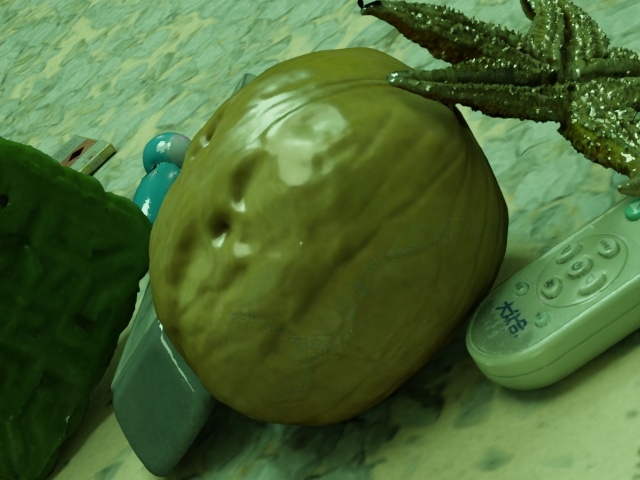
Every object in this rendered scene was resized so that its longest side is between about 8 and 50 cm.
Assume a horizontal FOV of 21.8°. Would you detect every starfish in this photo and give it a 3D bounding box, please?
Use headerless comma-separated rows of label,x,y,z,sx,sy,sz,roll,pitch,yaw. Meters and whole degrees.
starfish,0.135,-0.089,0.958,0.240,0.227,0.043,-114,35,-54

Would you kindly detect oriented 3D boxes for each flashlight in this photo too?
flashlight,-0.128,-0.035,1.328,0.051,0.051,0.129,-20,37,29

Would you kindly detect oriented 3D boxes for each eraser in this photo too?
eraser,-0.077,0.013,1.147,0.089,0.061,0.352,-54,13,36

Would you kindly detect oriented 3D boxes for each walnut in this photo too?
walnut,0.000,0.000,0.966,0.222,0.195,0.195,-53,23,17

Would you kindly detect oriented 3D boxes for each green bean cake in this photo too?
green bean cake,-0.255,0.030,1.122,0.125,0.248,0.222,15,77,58

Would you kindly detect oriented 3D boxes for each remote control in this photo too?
remote control,0.178,0.008,0.902,0.221,0.042,0.078,-34,26,4

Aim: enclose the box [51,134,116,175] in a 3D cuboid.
box,-0.224,-0.077,1.540,0.046,0.012,0.083,-45,27,-17
